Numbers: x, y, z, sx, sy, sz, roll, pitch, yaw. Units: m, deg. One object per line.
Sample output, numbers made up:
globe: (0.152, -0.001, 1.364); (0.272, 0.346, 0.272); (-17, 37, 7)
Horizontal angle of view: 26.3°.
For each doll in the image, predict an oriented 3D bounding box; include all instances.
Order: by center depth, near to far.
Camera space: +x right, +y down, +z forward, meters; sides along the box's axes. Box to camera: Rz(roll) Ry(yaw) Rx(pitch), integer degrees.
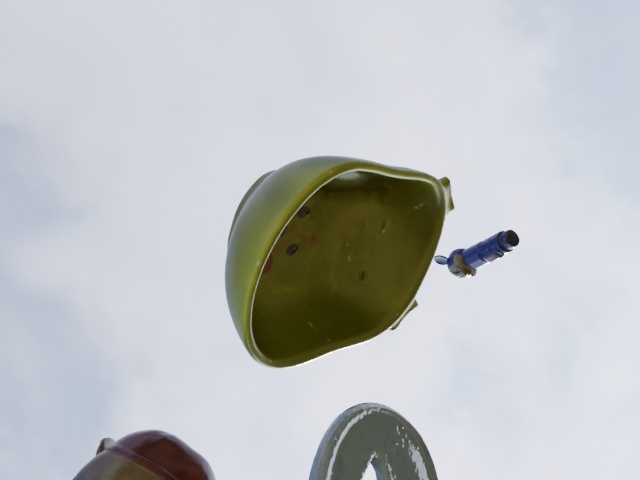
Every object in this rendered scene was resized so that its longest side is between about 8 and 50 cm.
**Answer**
doll: (-0.206, 0.300, 1.395); (0.196, 0.152, 0.256); (45, -139, 13)

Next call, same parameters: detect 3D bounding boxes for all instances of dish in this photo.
dish: (0.000, 0.000, 1.342); (0.262, 0.108, 0.221); (-5, -57, -46)

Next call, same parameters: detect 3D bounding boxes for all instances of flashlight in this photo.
flashlight: (0.186, 0.019, 1.597); (0.057, 0.121, 0.035); (28, -122, -23)

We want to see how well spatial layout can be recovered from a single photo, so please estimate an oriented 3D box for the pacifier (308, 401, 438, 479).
pacifier: (0.095, 0.226, 0.795); (0.287, 0.226, 0.238); (63, -155, -17)
